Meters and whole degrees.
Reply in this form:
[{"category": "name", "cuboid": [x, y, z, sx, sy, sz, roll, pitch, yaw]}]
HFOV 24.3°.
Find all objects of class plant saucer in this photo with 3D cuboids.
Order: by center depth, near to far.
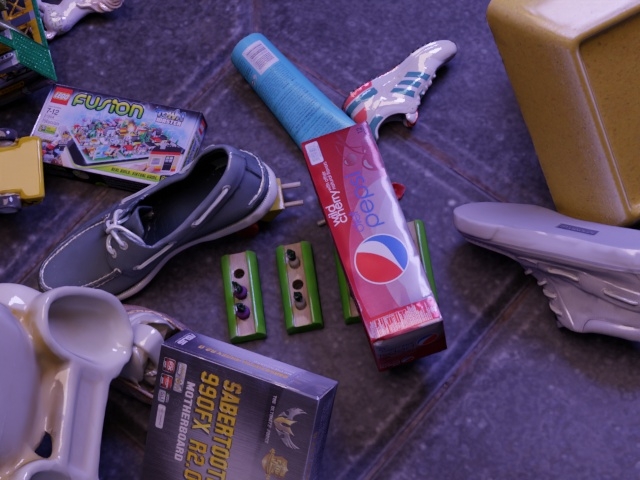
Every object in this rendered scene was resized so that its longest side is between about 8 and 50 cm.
[{"category": "plant saucer", "cuboid": [0.385, -0.178, 1.609, 0.333, 0.333, 0.081, -28, 28, -4]}]

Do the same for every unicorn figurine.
[{"category": "unicorn figurine", "cuboid": [-0.319, -0.318, 1.953, 0.162, 0.060, 0.111, -45, 60, 9]}]

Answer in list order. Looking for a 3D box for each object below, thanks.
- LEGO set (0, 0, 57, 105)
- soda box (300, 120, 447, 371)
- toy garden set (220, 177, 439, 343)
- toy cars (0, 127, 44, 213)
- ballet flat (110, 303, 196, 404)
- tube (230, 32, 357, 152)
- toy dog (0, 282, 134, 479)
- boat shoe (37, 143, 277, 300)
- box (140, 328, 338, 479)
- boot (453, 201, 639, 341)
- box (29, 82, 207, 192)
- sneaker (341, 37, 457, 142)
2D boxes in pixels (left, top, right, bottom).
[{"category": "LEGO set", "cuboid": [-0.484, -0.275, 1.818, 0.192, 0.331, 0.255, -21, 84, 15]}, {"category": "soda box", "cuboid": [0.058, 0.005, 1.650, 0.083, 0.092, 0.263, -18, 64, -1]}, {"category": "toy garden set", "cuboid": [0.000, 0.000, 1.738, 0.244, 0.049, 0.204, -11, 63, 4]}, {"category": "toy cars", "cuboid": [-0.494, 0.004, 1.805, 0.176, 0.087, 0.394, 42, 81, 13]}, {"category": "ballet flat", "cuboid": [-0.157, 0.142, 1.662, 0.316, 0.106, 0.107, 27, 70, 21]}, {"category": "tube", "cuboid": [-0.031, -0.171, 1.829, 0.080, 0.052, 0.207, -50, 64, 21]}, {"category": "toy dog", "cuboid": [-0.457, 0.192, 1.542, 0.408, 0.395, 0.285, -7, 76, 26]}, {"category": "boat shoe", "cuboid": [-0.208, -0.022, 1.732, 0.319, 0.099, 0.116, -26, 62, 13]}, {"category": "box", "cuboid": [-0.093, 0.230, 1.560, 0.183, 0.056, 0.231, 18, 111, 18]}, {"category": "boot", "cuboid": [0.257, 0.038, 1.644, 0.258, 0.123, 0.095, 16, 25, 36]}, {"category": "box", "cuboid": [-0.256, -0.123, 1.852, 0.207, 0.036, 0.114, 12, 66, 15]}, {"category": "sneaker", "cuboid": [0.109, -0.179, 1.813, 0.161, 0.057, 0.075, -32, 78, -8]}]
